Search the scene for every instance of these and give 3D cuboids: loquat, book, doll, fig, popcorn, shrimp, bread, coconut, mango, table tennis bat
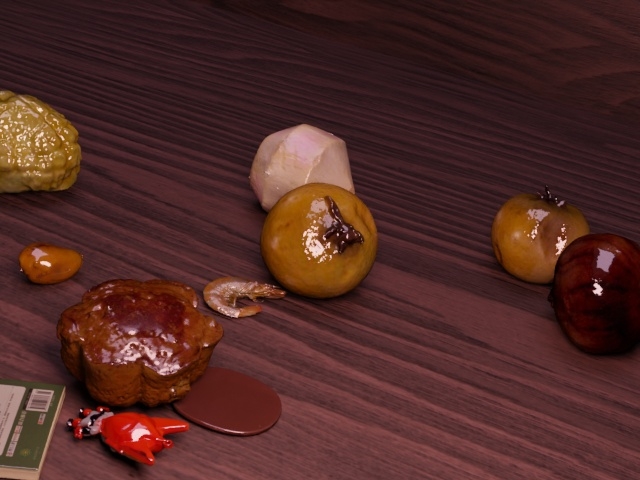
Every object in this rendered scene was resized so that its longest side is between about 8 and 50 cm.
[{"bbox_3d":[0.000,0.000,1.855,0.244,0.243,0.244,8,28,-4],"label":"loquat"},{"bbox_3d":[-0.525,0.265,1.401,0.264,0.027,0.202,7,29,-7],"label":"book"},{"bbox_3d":[-0.292,0.280,1.412,0.169,0.057,0.109,16,25,18],"label":"doll"},{"bbox_3d":[0.539,0.104,1.842,0.215,0.234,0.235,19,29,27],"label":"fig"},{"bbox_3d":[0.471,-0.008,2.050,0.213,0.213,0.213,8,28,-4],"label":"loquat"},{"bbox_3d":[-0.659,-0.211,2.050,0.286,0.225,0.174,-3,-2,-19],"label":"popcorn"},{"bbox_3d":[-0.140,0.107,1.805,0.163,0.045,0.095,4,28,-14],"label":"shrimp"},{"bbox_3d":[-0.284,0.161,1.505,0.247,0.135,0.232,-8,34,-33],"label":"bread"},{"bbox_3d":[-0.032,-0.144,2.139,0.237,0.236,0.197,18,-7,15],"label":"coconut"},{"bbox_3d":[-0.498,0.043,1.777,0.127,0.077,0.063,3,1,-43],"label":"mango"},{"bbox_3d":[-0.194,0.244,1.555,0.274,0.021,0.154,18,27,14],"label":"table tennis bat"}]
